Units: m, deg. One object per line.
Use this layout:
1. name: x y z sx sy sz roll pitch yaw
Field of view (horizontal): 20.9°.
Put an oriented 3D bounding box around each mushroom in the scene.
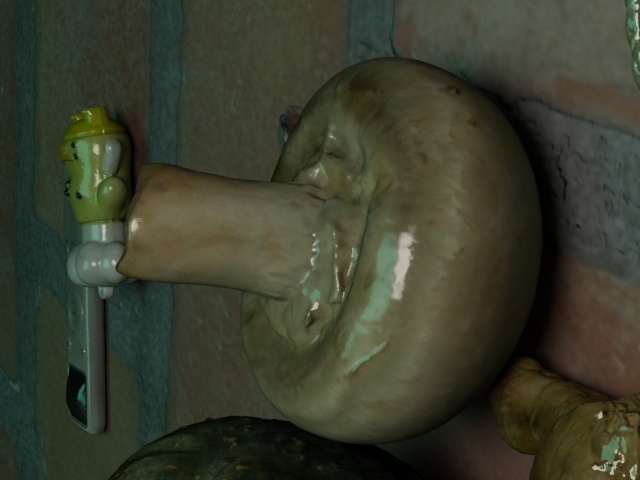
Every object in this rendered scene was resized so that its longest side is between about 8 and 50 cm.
1. mushroom: 0.000 0.000 0.903 0.207 0.215 0.207 -170 90 -71

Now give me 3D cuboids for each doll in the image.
1. doll: -0.188 -0.031 1.477 0.106 0.062 0.162 169 95 -69

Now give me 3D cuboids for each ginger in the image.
1. ginger: 0.126 0.115 0.843 0.165 0.067 0.096 -148 57 -75

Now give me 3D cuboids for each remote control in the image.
1. remote control: -0.221 0.049 1.594 0.067 0.029 0.261 -161 69 -63

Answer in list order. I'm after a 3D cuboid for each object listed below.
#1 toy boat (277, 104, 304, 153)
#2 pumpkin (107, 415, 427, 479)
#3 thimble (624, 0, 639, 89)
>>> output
1. toy boat: -0.010 -0.018 1.154 0.122 0.034 0.096 98 153 -43
2. pumpkin: -0.037 0.262 0.945 0.257 0.291 0.328 -11 94 34
3. thimble: 0.170 -0.090 0.715 0.084 0.062 0.110 130 131 -57
